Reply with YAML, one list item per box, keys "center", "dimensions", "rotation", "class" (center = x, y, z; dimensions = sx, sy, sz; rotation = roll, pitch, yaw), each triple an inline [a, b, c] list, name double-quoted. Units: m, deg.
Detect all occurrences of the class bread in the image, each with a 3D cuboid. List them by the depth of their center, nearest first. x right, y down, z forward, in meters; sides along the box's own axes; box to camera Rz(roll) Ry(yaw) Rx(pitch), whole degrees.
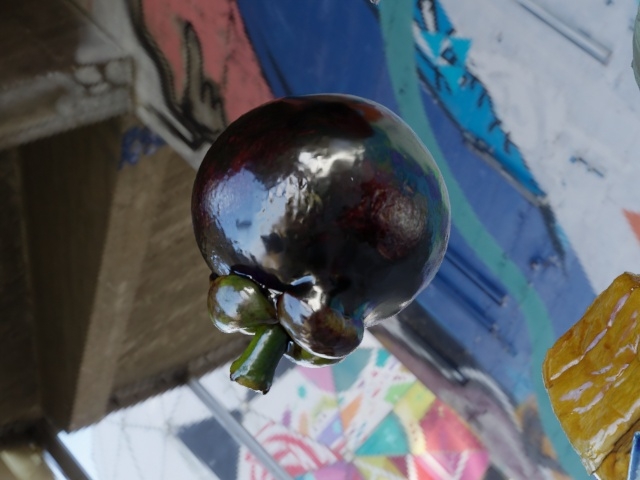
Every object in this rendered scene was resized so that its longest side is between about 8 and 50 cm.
- center: [0.283, 0.125, 0.873]
  dimensions: [0.149, 0.158, 0.143]
  rotation: [-48, 17, 17]
  class: "bread"

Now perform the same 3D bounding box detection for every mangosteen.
- center: [0.000, -0.014, 1.185]
  dimensions: [0.296, 0.313, 0.297]
  rotation: [1, -52, 1]
  class: "mangosteen"

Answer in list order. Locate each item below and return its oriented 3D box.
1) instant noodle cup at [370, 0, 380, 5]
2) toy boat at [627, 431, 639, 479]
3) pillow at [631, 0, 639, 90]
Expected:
- center: [0.056, -0.427, 1.138]
  dimensions: [0.266, 0.340, 0.340]
  rotation: [-50, -25, 13]
  class: "instant noodle cup"
- center: [0.322, 0.079, 0.602]
  dimensions: [0.291, 0.070, 0.210]
  rotation: [-40, -43, 20]
  class: "toy boat"
- center: [0.337, -0.063, 0.829]
  dimensions: [0.075, 0.302, 0.185]
  rotation: [-37, -15, 5]
  class: "pillow"
